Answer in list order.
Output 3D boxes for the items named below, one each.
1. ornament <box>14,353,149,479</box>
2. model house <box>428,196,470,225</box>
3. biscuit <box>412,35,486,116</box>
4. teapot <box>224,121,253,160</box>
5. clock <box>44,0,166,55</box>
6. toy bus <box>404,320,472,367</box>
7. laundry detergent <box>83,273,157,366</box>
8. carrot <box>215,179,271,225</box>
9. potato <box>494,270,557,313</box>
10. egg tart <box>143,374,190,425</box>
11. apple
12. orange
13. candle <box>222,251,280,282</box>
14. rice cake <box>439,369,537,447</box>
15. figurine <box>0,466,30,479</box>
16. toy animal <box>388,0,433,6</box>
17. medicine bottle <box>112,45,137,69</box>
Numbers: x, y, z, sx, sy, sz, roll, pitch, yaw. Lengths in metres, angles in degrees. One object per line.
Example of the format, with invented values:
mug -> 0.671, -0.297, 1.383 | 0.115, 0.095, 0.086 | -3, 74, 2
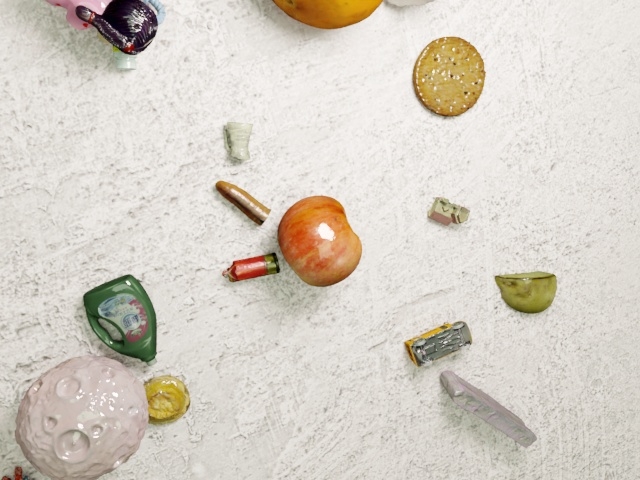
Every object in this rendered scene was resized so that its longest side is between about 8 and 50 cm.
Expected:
ornament -> -0.486, 0.369, 1.205 | 0.260, 0.225, 0.259 | -2, 99, -10
model house -> 0.316, -0.066, 1.441 | 0.083, 0.057, 0.058 | 24, 89, -20
biscuit -> 0.308, -0.390, 1.392 | 0.188, 0.027, 0.187 | -3, 100, -16
teapot -> -0.180, -0.217, 1.277 | 0.067, 0.057, 0.083 | 6, 105, 21
clock -> -0.391, -0.453, 1.108 | 0.196, 0.100, 0.193 | 36, 45, -11
toy bus -> 0.302, 0.259, 1.489 | 0.162, 0.074, 0.069 | -21, 98, -9
laundry detergent -> -0.424, 0.188, 1.280 | 0.137, 0.063, 0.210 | -22, 108, -7
carrot -> -0.174, -0.091, 1.303 | 0.139, 0.048, 0.048 | 38, 89, -18
potato -> 0.542, 0.148, 1.532 | 0.149, 0.081, 0.120 | -4, 99, -15
egg tart -> -0.361, 0.373, 1.338 | 0.129, 0.049, 0.128 | -3, 103, -14
apple -> 0.000, 0.000, 1.287 | 0.164, 0.209, 0.209 | -32, 108, 5
orange -> 0.004, -0.550, 1.141 | 0.284, 0.284, 0.226 | 34, 80, -19
candle -> -0.161, 0.064, 1.335 | 0.131, 0.052, 0.051 | -13, 104, -12
rice cake -> 0.440, 0.446, 1.548 | 0.298, 0.106, 0.050 | 35, 100, -19
figurine -> -0.653, 0.551, 1.242 | 0.068, 0.140, 0.075 | -35, 107, -11
toy animal -> 0.191, -0.620, 1.231 | 0.156, 0.204, 0.208 | -49, 128, -17
medicine bottle -> -0.397, -0.390, 1.182 | 0.047, 0.047, 0.083 | -3, 101, -15
